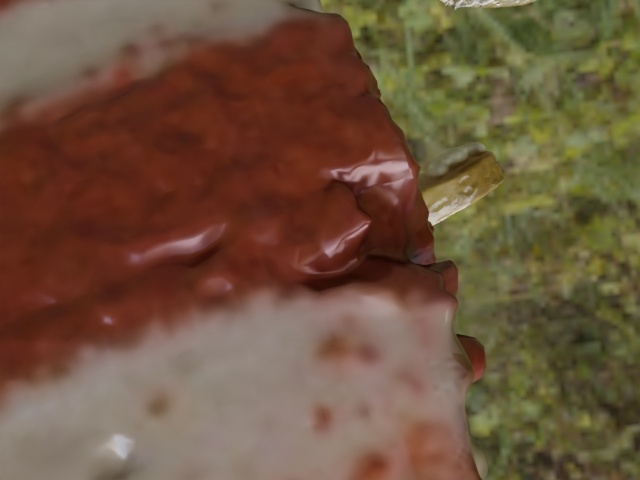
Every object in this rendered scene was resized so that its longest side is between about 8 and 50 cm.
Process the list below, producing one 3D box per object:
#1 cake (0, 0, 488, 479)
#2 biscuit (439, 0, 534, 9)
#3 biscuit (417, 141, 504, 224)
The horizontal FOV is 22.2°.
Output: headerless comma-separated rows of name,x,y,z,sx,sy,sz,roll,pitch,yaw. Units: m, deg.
cake,-0.086,0.056,0.584,0.270,0.320,0.269,-19,150,-1
biscuit,0.153,-0.194,0.932,0.219,0.033,0.220,-22,163,-7
biscuit,-0.001,-0.002,0.986,0.158,0.035,0.240,-30,-173,-31
